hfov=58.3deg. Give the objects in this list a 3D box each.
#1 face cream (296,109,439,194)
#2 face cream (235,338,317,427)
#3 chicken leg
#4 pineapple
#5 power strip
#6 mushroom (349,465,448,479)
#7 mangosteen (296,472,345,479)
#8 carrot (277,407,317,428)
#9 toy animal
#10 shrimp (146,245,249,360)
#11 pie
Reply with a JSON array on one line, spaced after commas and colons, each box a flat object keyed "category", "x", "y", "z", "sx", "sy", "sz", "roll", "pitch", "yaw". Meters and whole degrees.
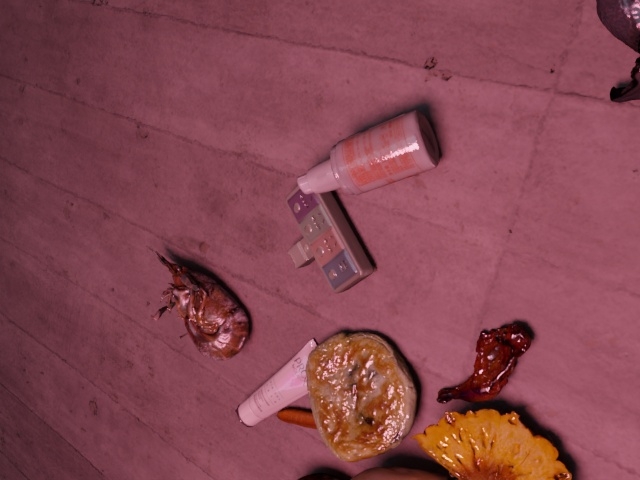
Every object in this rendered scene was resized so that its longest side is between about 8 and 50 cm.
[{"category": "face cream", "x": 0.069, "y": -0.131, "z": 0.978, "sx": 0.252, "sy": 0.101, "sz": 0.101, "roll": -18, "pitch": 85, "yaw": 28}, {"category": "face cream", "x": -0.075, "y": 0.305, "z": 1.180, "sx": 0.244, "sy": 0.058, "sz": 0.092, "roll": -41, "pitch": 67, "yaw": 25}, {"category": "chicken leg", "x": 0.265, "y": 0.213, "z": 0.931, "sx": 0.205, "sy": 0.053, "sz": 0.093, "roll": -57, "pitch": 41, "yaw": 18}, {"category": "pineapple", "x": 0.286, "y": 0.352, "z": 0.914, "sx": 0.250, "sy": 0.164, "sz": 0.139, "roll": 30, "pitch": 73, "yaw": 25}, {"category": "power strip", "x": 0.000, "y": 0.000, "z": 1.094, "sx": 0.145, "sy": 0.061, "sz": 0.215, "roll": -38, "pitch": 73, "yaw": 39}, {"category": "mushroom", "x": 0.127, "y": 0.552, "z": 0.916, "sx": 0.314, "sy": 0.314, "sz": 0.336, "roll": 31, "pitch": 117, "yaw": 29}, {"category": "mangosteen", "x": -0.003, "y": 0.536, "z": 1.092, "sx": 0.172, "sy": 0.172, "sz": 0.184, "roll": 35, "pitch": 133, "yaw": 27}, {"category": "carrot", "x": 0.008, "y": 0.358, "z": 1.132, "sx": 0.248, "sy": 0.043, "sz": 0.043, "roll": -4, "pitch": 93, "yaw": 37}, {"category": "toy animal", "x": 0.425, "y": -0.294, "z": 0.735, "sx": 0.117, "sy": 0.121, "sz": 0.210, "roll": -11, "pitch": 82, "yaw": 17}, {"category": "shrimp", "x": -0.289, "y": 0.131, "z": 1.272, "sx": 0.343, "sy": 0.116, "sz": 0.145, "roll": 42, "pitch": 103, "yaw": 24}, {"category": "pie", "x": 0.065, "y": 0.283, "z": 1.046, "sx": 0.241, "sy": 0.054, "sz": 0.240, "roll": -8, "pitch": 75, "yaw": 33}]
